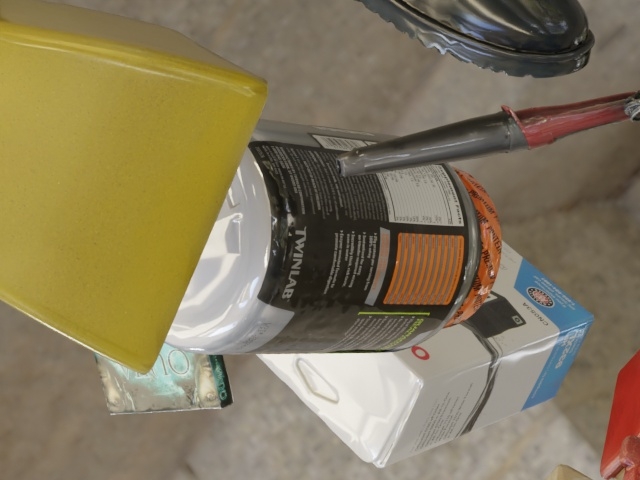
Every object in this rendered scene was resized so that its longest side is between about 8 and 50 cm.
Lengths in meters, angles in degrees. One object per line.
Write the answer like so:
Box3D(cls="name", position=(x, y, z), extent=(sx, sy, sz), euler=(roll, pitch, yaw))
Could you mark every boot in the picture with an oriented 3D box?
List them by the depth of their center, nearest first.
Box3D(cls="boot", position=(0.084, -0.238, 1.159), extent=(0.094, 0.246, 0.207), euler=(-36, 149, -47))

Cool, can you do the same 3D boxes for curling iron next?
Box3D(cls="curling iron", position=(0.144, -0.084, 1.279), extent=(0.274, 0.035, 0.068), euler=(-11, 164, -4))

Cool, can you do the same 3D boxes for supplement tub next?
Box3D(cls="supplement tub", position=(0.000, 0.000, 1.547), extent=(0.316, 0.193, 0.193), euler=(4, 132, -48))

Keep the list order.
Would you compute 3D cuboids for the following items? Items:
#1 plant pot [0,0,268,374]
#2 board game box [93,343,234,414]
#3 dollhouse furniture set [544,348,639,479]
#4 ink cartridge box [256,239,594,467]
Box3D(cls="plant pot", position=(-0.189, -0.061, 1.247), extent=(0.187, 0.212, 0.212), euler=(20, 97, -28))
Box3D(cls="board game box", position=(-0.179, 0.127, 2.015), extent=(0.186, 0.126, 0.026), euler=(-8, -172, 43))
Box3D(cls="dollhouse furniture set", position=(0.197, 0.149, 1.066), extent=(0.201, 0.152, 0.374), euler=(-54, -170, 41))
Box3D(cls="ink cartridge box", position=(0.110, 0.096, 1.991), extent=(0.307, 0.223, 0.129), euler=(-15, 138, -46))
